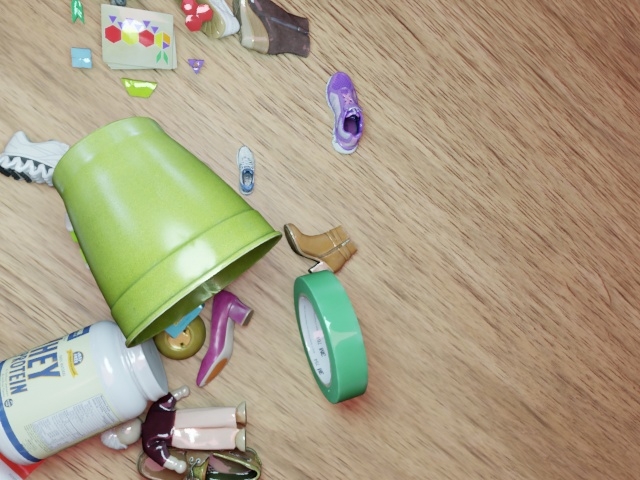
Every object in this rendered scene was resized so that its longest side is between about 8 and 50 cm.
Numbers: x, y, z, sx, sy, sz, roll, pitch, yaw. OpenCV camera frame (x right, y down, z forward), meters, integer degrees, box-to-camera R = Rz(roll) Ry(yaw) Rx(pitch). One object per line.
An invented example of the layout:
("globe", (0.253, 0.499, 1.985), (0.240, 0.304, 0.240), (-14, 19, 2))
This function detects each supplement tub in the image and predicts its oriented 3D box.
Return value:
("supplement tub", (-0.536, 0.323, 1.115), (0.325, 0.235, 0.235), (-23, 91, -13))

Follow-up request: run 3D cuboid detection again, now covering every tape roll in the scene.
("tape roll", (0.018, 0.236, 1.233), (0.077, 0.321, 0.321), (-13, 88, -16))

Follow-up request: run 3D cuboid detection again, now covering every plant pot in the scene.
("plant pot", (-0.356, 0.239, 1.250), (0.134, 0.095, 0.134), (1, 84, -14))
("plant pot", (-0.326, -0.040, 0.995), (0.366, 0.366, 0.353), (-37, 87, -15))

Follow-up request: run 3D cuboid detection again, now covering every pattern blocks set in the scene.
("pattern blocks set", (-0.456, -0.511, 1.259), (0.325, 0.026, 0.285), (8, 114, -24))

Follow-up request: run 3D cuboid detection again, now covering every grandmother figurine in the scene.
("grandmother figurine", (-0.354, 0.452, 1.209), (0.342, 0.208, 0.104), (-1, 130, -7))

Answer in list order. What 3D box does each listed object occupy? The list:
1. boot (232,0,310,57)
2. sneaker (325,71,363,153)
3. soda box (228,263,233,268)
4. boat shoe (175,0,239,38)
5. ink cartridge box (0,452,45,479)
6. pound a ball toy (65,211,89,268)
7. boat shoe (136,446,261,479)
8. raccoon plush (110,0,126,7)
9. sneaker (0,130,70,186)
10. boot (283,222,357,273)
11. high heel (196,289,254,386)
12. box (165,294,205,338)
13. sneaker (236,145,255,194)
("boot", (-0.138, -0.644, 1.413), (0.207, 0.090, 0.248), (-3, 83, -28))
("sneaker", (0.078, -0.374, 1.419), (0.095, 0.104, 0.236), (-6, 85, -14))
("soda box", (-0.231, 0.036, 1.257), (0.058, 0.181, 0.061), (-42, 96, -14))
("boat shoe", (-0.322, -0.662, 1.353), (0.096, 0.098, 0.277), (-29, 81, -49))
("ink cartridge box", (-0.753, 0.525, 1.146), (0.179, 0.045, 0.145), (-44, 97, -12))
("pound a ball toy", (-0.452, -0.090, 1.218), (0.319, 0.136, 0.208), (-20, 126, -16))
("boat shoe", (-0.298, 0.553, 1.231), (0.307, 0.104, 0.111), (5, 84, -14))
("raccoon plush", (-0.467, -0.816, 1.274), (0.446, 0.216, 0.299), (-38, 103, -15))
("sneaker", (-0.627, -0.182, 1.219), (0.292, 0.110, 0.118), (17, 71, -14))
("boot", (0.000, 0.000, 1.382), (0.152, 0.073, 0.197), (-38, 107, -14))
("high heel", (-0.281, 0.252, 1.293), (0.117, 0.082, 0.244), (29, 91, 18))
("box", (-0.396, 0.109, 1.163), (0.244, 0.060, 0.100), (43, 85, -8))
("sneaker", (-0.199, -0.195, 1.352), (0.052, 0.058, 0.135), (-5, 85, -15))
